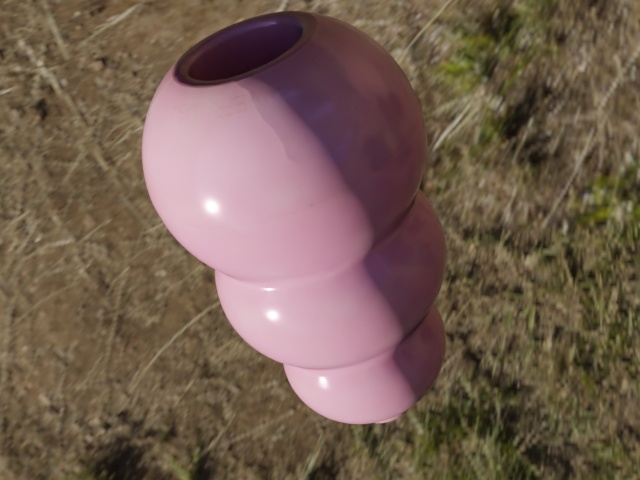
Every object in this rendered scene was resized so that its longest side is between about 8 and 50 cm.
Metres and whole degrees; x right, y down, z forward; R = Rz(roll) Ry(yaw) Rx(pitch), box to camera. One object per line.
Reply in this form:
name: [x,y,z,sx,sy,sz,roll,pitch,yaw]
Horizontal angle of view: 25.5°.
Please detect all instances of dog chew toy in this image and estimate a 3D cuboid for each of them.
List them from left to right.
dog chew toy: [0.000,0.000,1.059,0.207,0.206,0.331,-13,120,14]
